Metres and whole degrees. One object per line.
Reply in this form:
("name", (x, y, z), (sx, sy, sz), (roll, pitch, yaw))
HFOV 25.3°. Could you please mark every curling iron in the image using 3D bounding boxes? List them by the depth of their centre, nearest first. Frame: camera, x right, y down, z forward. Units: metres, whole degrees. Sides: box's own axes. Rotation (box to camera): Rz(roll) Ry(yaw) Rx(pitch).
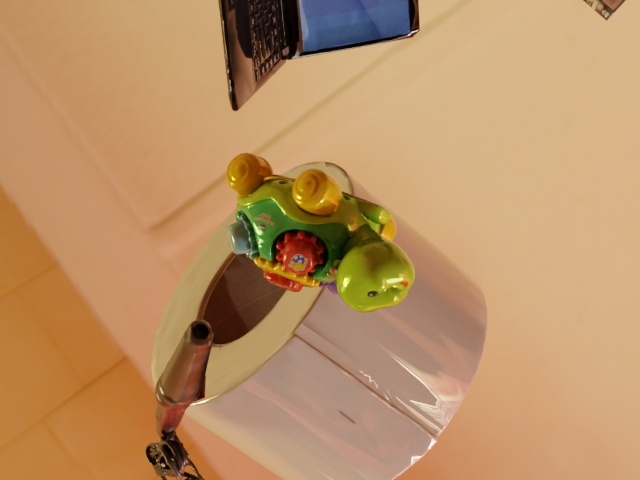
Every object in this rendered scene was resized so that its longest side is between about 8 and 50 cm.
("curling iron", (-0.093, 0.116, 1.011), (0.068, 0.035, 0.274), (57, -24, 20))

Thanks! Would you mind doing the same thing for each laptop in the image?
("laptop", (0.001, -0.277, 1.406), (0.136, 0.264, 0.234), (1, -66, 16))

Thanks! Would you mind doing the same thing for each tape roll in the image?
("tape roll", (-0.002, 0.078, 1.215), (0.246, 0.246, 0.169), (-32, -57, 33))

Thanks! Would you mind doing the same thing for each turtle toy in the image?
("turtle toy", (0.000, 0.000, 0.827), (0.130, 0.095, 0.066), (16, -98, 35))

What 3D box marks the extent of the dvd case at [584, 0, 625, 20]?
("dvd case", (0.222, -0.249, 1.239), (0.119, 0.087, 0.013), (41, -46, 4))
